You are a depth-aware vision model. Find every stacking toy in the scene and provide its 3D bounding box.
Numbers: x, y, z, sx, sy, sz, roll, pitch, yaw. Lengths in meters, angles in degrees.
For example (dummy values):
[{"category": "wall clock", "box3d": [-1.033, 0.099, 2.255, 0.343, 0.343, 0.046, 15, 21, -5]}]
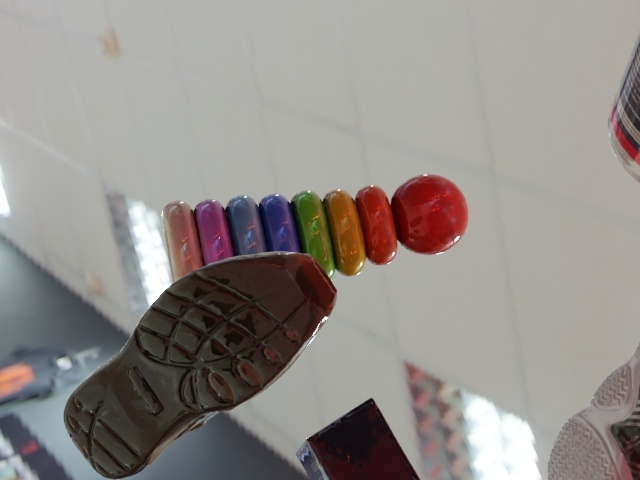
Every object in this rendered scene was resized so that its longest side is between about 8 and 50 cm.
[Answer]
[{"category": "stacking toy", "box3d": [0.000, 0.000, 1.672, 0.141, 0.330, 0.141, 170, -90, -86]}]

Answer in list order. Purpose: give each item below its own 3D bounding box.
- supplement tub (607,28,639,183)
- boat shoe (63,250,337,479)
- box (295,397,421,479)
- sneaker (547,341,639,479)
[{"category": "supplement tub", "box3d": [0.388, -0.174, 1.408, 0.191, 0.191, 0.272, 56, -30, 33]}, {"category": "boat shoe", "box3d": [-0.103, 0.101, 1.385, 0.324, 0.120, 0.122, -35, -96, 36]}, {"category": "box", "box3d": [0.060, 0.310, 1.909, 0.184, 0.103, 0.261, 57, -9, 8]}, {"category": "sneaker", "box3d": [0.414, 0.179, 1.589, 0.366, 0.210, 0.137, -52, -145, 37]}]
